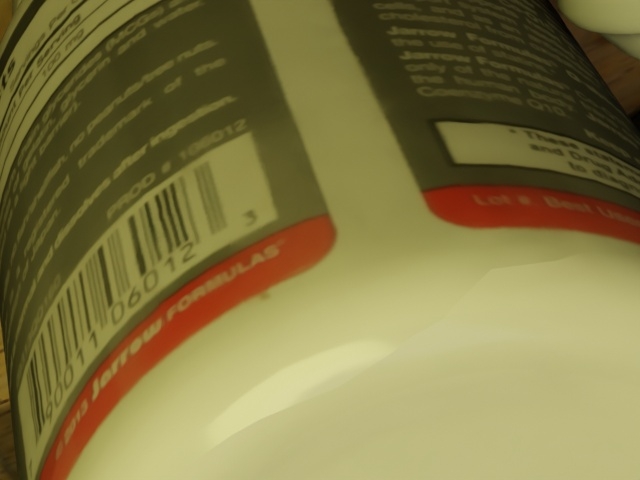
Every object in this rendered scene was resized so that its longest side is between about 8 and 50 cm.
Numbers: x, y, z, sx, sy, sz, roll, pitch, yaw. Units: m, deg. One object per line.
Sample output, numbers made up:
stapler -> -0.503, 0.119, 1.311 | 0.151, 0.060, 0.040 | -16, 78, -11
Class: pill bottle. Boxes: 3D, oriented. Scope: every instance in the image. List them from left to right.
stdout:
pill bottle -> 0.000, 0.000, 0.629 | 0.210, 0.363, 0.210 | -6, 124, -9

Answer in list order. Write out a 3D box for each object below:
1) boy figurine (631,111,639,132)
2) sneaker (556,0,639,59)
boy figurine -> 0.241, 0.037, 0.882 | 0.177, 0.092, 0.285 | -37, 121, 9
sneaker -> 0.226, -0.039, 0.695 | 0.366, 0.137, 0.210 | -11, 101, -42
